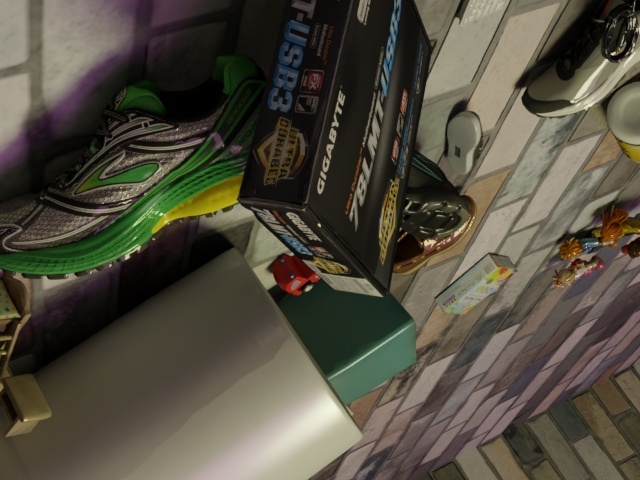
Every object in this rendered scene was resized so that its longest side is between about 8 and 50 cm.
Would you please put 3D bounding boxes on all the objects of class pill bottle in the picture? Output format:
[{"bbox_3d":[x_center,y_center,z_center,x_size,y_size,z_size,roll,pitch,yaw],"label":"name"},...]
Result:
[{"bbox_3d":[0.528,-0.182,1.749,0.103,0.103,0.184,-38,156,12],"label":"pill bottle"}]

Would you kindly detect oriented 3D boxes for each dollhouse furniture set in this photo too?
[{"bbox_3d":[-0.383,0.126,1.121,0.182,0.161,0.101,-3,143,-51],"label":"dollhouse furniture set"}]

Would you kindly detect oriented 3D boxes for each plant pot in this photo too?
[{"bbox_3d":[0.002,0.163,1.637,0.234,0.165,0.165,-35,155,-12],"label":"plant pot"}]

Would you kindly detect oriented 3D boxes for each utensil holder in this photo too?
[{"bbox_3d":[-0.185,0.236,1.398,0.385,0.327,0.327,-34,157,-4],"label":"utensil holder"}]

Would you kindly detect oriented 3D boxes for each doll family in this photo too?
[{"bbox_3d":[0.566,0.003,2.188,0.263,0.118,0.163,-28,171,39],"label":"doll family"}]

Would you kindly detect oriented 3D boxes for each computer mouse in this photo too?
[{"bbox_3d":[0.392,-0.327,1.318,0.071,0.041,0.242,-4,132,-24],"label":"computer mouse"}]

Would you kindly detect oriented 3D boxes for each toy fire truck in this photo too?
[{"bbox_3d":[0.000,0.000,1.507,0.192,0.047,0.135,-38,156,13],"label":"toy fire truck"}]

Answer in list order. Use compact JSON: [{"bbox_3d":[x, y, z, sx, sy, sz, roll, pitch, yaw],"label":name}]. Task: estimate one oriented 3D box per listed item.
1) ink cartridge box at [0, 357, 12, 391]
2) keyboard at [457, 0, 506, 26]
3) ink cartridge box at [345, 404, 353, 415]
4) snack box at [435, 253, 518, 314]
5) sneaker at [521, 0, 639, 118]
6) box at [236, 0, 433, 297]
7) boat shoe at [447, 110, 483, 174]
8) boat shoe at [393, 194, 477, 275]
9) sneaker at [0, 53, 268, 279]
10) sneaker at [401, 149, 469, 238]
[{"bbox_3d":[-0.495,0.207,1.231,0.234,0.088,0.193,-46,155,27],"label":"ink cartridge box"},{"bbox_3d":[0.213,-0.333,1.168,0.072,0.014,0.256,-22,155,-25],"label":"keyboard"},{"bbox_3d":[-0.020,0.271,1.903,0.099,0.135,0.056,-34,154,0],"label":"ink cartridge box"},{"bbox_3d":[0.299,0.085,2.065,0.141,0.037,0.100,-42,154,20],"label":"snack box"},{"bbox_3d":[0.376,-0.265,1.434,0.271,0.100,0.108,-36,124,23],"label":"sneaker"},{"bbox_3d":[0.029,-0.122,1.048,0.073,0.295,0.293,7,164,17],"label":"box"},{"bbox_3d":[0.204,-0.143,1.497,0.040,0.049,0.142,-46,163,-18],"label":"boat shoe"},{"bbox_3d":[0.168,-0.006,1.687,0.178,0.064,0.060,-40,158,23],"label":"boat shoe"},{"bbox_3d":[-0.193,-0.078,1.056,0.344,0.134,0.146,-25,120,0],"label":"sneaker"},{"bbox_3d":[0.070,-0.076,1.398,0.267,0.106,0.101,16,135,-35],"label":"sneaker"}]
